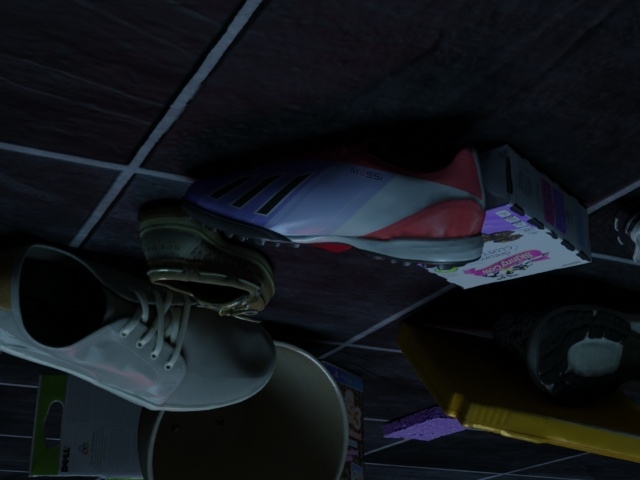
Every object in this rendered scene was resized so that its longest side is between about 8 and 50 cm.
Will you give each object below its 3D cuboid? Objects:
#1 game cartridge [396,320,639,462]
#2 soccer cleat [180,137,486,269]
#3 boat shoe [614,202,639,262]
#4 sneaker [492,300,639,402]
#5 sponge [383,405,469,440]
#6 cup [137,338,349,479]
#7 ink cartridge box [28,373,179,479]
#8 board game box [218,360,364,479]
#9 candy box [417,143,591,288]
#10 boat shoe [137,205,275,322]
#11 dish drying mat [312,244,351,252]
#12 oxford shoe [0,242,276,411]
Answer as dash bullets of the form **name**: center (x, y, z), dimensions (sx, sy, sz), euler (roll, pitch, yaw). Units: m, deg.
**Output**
- **game cartridge**: center (0.293, 0.214, 1.512), dimensions (0.324, 0.052, 0.285), euler (12, -166, -14)
- **soccer cleat**: center (0.009, -0.050, 1.052), dimensions (0.318, 0.116, 0.108), euler (8, -168, 24)
- **boat shoe**: center (0.359, -0.009, 1.215), dimensions (0.046, 0.038, 0.125), euler (-49, 153, 5)
- **sneaker**: center (0.421, 0.145, 1.546), dimensions (0.410, 0.158, 0.182), euler (12, -173, -32)
- **sponge**: center (0.235, 0.385, 2.234), dimensions (0.117, 0.031, 0.210), euler (11, 157, -26)
- **cup**: center (-0.155, 0.298, 1.687), dimensions (0.331, 0.331, 0.237), euler (12, 180, -29)
- **ink cartridge box**: center (-0.365, 0.329, 1.870), dimensions (0.255, 0.188, 0.097), euler (-1, 160, 5)
- **board game box**: center (-0.057, 0.378, 1.854), dimensions (0.232, 0.291, 0.141), euler (-13, 154, 29)
- **candy box**: center (0.174, -0.018, 1.142), dimensions (0.165, 0.070, 0.196), euler (-16, 153, 34)
- **boat shoe**: center (-0.137, 0.046, 1.278), dimensions (0.105, 0.089, 0.285), euler (-9, 157, 21)
- **dish drying mat**: center (0.000, 0.000, 1.273), dimensions (0.083, 0.008, 0.032), euler (19, 151, -40)
- **oxford shoe**: center (-0.234, 0.114, 1.363), dimensions (0.449, 0.169, 0.130), euler (21, 149, -33)
